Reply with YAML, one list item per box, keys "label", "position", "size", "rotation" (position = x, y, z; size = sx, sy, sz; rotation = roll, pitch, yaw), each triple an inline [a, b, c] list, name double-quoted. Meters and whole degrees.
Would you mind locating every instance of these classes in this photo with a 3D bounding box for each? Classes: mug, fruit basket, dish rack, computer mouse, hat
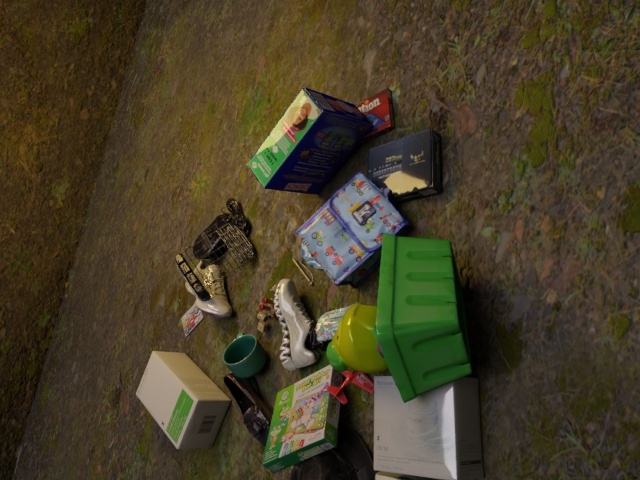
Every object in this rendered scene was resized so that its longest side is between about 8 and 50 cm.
- label: "mug"
  position: [-0.243, 0.388, 1.748]
  size: [0.129, 0.097, 0.158]
  rotation: [-10, 33, 31]
- label: "fruit basket"
  position: [0.161, 0.191, 1.251]
  size: [0.392, 0.283, 0.392]
  rotation: [-16, 32, 10]
- label: "dish rack"
  position: [-0.389, 0.069, 1.932]
  size: [0.271, 0.074, 0.208]
  rotation: [-35, 67, -12]
- label: "computer mouse"
  position: [-0.394, -0.020, 2.064]
  size: [0.272, 0.072, 0.188]
  rotation: [-43, 52, 11]
- label: "hat"
  position: [0.009, 0.666, 1.398]
  size: [0.331, 0.134, 0.331]
  rotation: [-16, 65, 38]

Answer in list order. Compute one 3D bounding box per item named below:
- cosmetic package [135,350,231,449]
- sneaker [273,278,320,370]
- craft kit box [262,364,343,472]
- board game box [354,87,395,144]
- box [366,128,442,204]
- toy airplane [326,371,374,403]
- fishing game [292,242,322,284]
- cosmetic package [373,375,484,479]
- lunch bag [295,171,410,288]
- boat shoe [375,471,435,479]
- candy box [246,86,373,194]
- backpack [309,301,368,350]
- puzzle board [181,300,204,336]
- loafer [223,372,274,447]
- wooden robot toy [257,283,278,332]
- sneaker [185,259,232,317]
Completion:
- label: "cosmetic package"
  position: [-0.509, 0.575, 1.902]
  size: [0.365, 0.155, 0.197]
  rotation: [24, 94, 44]
- label: "sneaker"
  position: [-0.070, 0.258, 1.642]
  size: [0.118, 0.110, 0.292]
  rotation: [-20, 71, 29]
- label: "craft kit box"
  position: [-0.046, 0.505, 1.485]
  size: [0.250, 0.061, 0.246]
  rotation: [-36, 23, 29]
- label: "board game box"
  position: [0.119, -0.385, 1.729]
  size: [0.281, 0.027, 0.145]
  rotation: [-19, 63, 38]
- label: "box"
  position: [0.243, -0.207, 1.528]
  size: [0.232, 0.059, 0.183]
  rotation: [-11, 68, 41]
- label: "toy airplane"
  position: [0.078, 0.391, 1.445]
  size: [0.028, 0.151, 0.151]
  rotation: [107, 150, -52]
- label: "fishing game"
  position: [0.000, 0.000, 1.701]
  size: [0.264, 0.041, 0.189]
  rotation: [-50, 51, 19]
- label: "cosmetic package"
  position: [0.254, 0.439, 1.242]
  size: [0.224, 0.138, 0.225]
  rotation: [-14, 65, 40]
- label: "lunch bag"
  position: [0.111, -0.039, 1.526]
  size: [0.293, 0.138, 0.221]
  rotation: [-47, 63, 17]
- label: "boat shoe"
  position: [0.228, 0.621, 1.254]
  size: [0.227, 0.079, 0.081]
  rotation: [-8, 79, 47]
- label: "candy box"
  position: [-0.032, -0.300, 1.640]
  size: [0.317, 0.268, 0.122]
  rotation: [-49, 62, 27]
- label: "backpack"
  position: [0.071, 0.252, 1.477]
  size: [0.182, 0.152, 0.115]
  rotation: [-22, 70, 23]
- label: "puzzle board"
  position: [-0.523, 0.315, 2.104]
  size: [0.128, 0.011, 0.096]
  rotation: [-46, 50, 21]
- label: "loafer"
  position: [-0.231, 0.551, 1.687]
  size: [0.109, 0.095, 0.302]
  rotation: [-55, 47, 15]
- label: "wooden robot toy"
  position: [-0.158, 0.238, 1.749]
  size: [0.079, 0.076, 0.173]
  rotation: [28, 96, 34]
- label: "sneaker"
  position: [-0.419, 0.181, 1.978]
  size: [0.305, 0.114, 0.152]
  rotation: [38, 103, 44]
